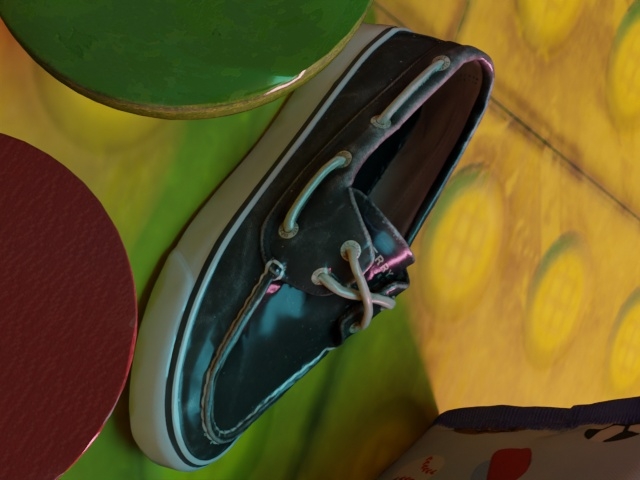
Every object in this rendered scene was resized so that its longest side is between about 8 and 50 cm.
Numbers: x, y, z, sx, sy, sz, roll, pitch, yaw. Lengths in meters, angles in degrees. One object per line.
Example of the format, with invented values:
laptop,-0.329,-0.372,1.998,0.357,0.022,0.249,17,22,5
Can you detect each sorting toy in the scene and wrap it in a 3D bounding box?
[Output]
sorting toy,-0.057,-0.055,0.484,0.366,0.127,0.126,-60,171,-23

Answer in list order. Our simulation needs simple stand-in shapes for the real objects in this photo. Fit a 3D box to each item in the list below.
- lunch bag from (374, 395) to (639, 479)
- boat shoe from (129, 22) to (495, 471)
lunch bag,0.120,0.311,0.626,0.328,0.239,0.386,-35,105,-38
boat shoe,0.000,0.000,0.578,0.219,0.070,0.078,-60,142,-19
